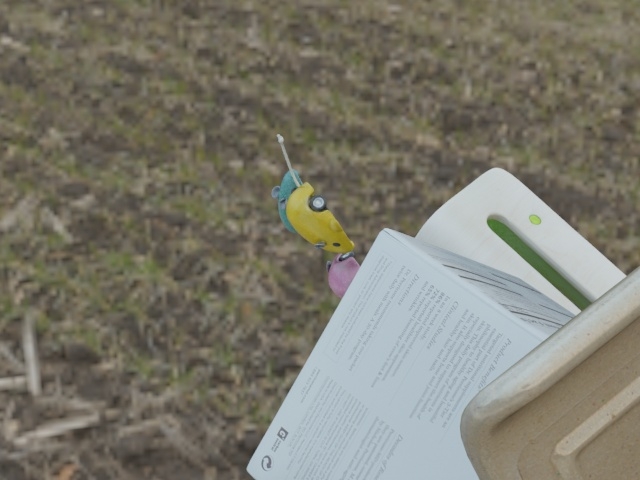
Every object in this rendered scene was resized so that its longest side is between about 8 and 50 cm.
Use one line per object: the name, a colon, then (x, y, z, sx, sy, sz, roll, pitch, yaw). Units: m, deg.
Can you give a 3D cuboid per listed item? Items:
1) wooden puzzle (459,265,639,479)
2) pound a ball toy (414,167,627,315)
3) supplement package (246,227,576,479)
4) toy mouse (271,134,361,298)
wooden puzzle: (0.234, 0.107, 0.752, 0.322, 0.348, 0.080, -35, 31, -17)
pound a ball toy: (0.206, 0.121, 1.361, 0.319, 0.208, 0.136, 44, 54, 13)
supplement package: (0.135, 0.154, 1.000, 0.263, 0.199, 0.198, 36, 11, 38)
toy mouse: (0.000, 0.000, 1.168, 0.031, 0.161, 0.143, -34, -3, -4)
